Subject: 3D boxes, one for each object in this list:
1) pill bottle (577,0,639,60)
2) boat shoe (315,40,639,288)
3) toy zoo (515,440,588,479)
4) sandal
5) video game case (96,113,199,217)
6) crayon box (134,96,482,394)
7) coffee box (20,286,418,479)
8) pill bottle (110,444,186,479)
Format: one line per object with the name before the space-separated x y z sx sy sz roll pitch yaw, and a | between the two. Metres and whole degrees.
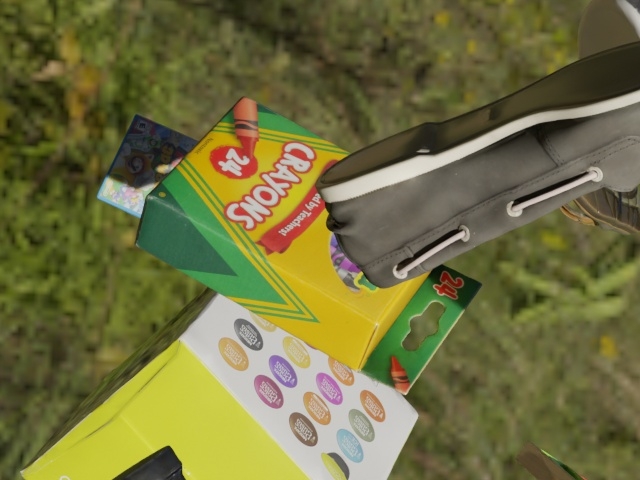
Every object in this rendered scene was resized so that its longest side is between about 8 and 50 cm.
pill bottle | 0.373 -0.194 1.745 0.130 0.245 0.130 46 -34 46
boat shoe | 0.160 -0.056 1.297 0.095 0.335 0.112 64 23 -18
toy zoo | 0.372 0.341 2.158 0.030 0.293 0.192 -55 -165 1
sandal | 0.251 -0.055 1.762 0.219 0.060 0.090 24 62 -64
video game case | -0.183 -0.073 2.355 0.015 0.166 0.119 59 56 -80
crayon box | 0.000 0.000 1.900 0.202 0.318 0.081 -52 167 -45
coffee box | -0.128 0.274 2.515 0.338 0.337 0.334 -40 -174 27
pill bottle | -0.127 0.316 1.821 0.219 0.123 0.123 58 1 -1
